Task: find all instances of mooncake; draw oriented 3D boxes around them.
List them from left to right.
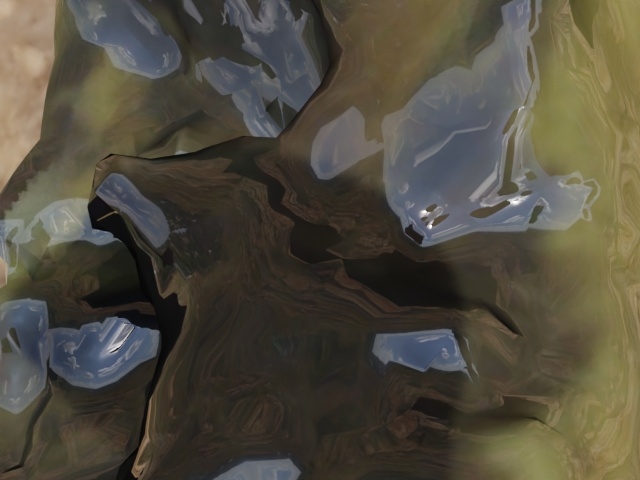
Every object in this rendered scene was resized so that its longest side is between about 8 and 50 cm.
[{"bbox_3d":[0.000,0.000,0.564,0.246,0.393,0.394,-4,100,22],"label":"mooncake"}]
